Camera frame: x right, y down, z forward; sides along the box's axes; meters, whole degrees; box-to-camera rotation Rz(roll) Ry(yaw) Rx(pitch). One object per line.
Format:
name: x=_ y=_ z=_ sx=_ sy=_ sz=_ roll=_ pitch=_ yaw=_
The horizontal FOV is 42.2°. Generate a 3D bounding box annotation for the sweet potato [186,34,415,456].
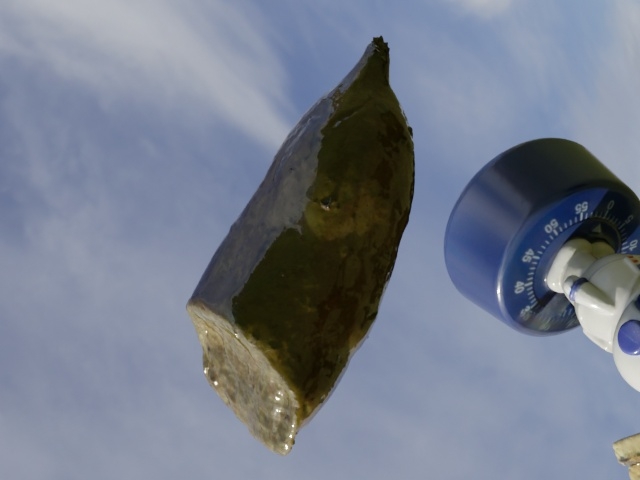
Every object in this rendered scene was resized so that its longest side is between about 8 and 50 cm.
sweet potato: x=0.000 y=0.000 z=0.746 sx=0.158 sy=0.158 sz=0.369 roll=34 pitch=-98 yaw=-39

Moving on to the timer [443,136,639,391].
timer: x=0.361 y=0.058 z=1.051 sx=0.270 sy=0.270 sz=0.383 roll=36 pitch=-172 yaw=-37

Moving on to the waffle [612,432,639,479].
waffle: x=0.279 y=0.134 z=0.557 sx=0.102 sy=0.148 sz=0.042 roll=-8 pitch=-109 yaw=-15
